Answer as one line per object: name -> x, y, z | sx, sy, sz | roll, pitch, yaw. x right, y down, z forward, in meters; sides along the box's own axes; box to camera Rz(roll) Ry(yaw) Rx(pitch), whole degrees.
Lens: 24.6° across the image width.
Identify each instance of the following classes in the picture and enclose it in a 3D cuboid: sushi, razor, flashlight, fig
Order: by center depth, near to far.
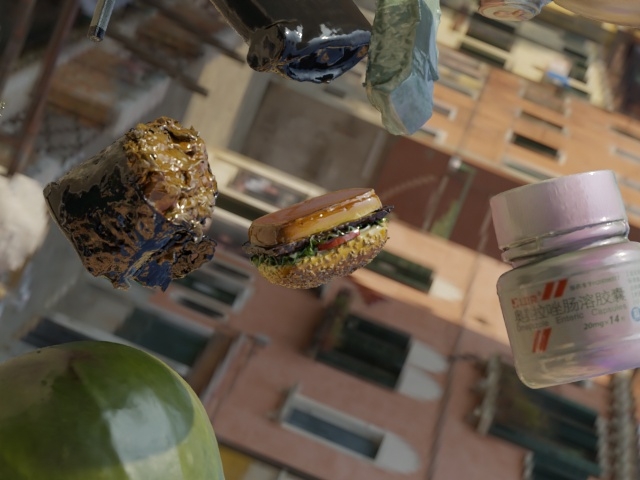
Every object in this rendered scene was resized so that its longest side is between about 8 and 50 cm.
fig -> -0.228, 0.259, 1.441 | 0.316, 0.316, 0.316 | 23, 90, -88
razor -> -0.074, -0.348, 1.850 | 0.204, 0.349, 0.113 | -10, 154, -47
flashlight -> -0.279, -0.295, 1.884 | 0.018, 0.018, 0.083 | 32, 65, -45
sushi -> -0.247, -0.052, 2.175 | 0.208, 0.234, 0.348 | -35, -173, 16

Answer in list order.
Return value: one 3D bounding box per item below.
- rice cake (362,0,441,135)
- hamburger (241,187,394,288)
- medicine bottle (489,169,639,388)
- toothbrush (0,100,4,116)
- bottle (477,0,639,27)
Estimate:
rice cake -> 0.088, -0.237, 1.424 | 0.066, 0.063, 0.336 | 55, 34, -42
hamburger -> 0.000, 0.000, 1.651 | 0.137, 0.166, 0.087 | 10, -62, 67
medicine bottle -> 0.388, 0.059, 2.248 | 0.241, 0.241, 0.301 | 88, -11, -84
toothbrush -> -0.551, -0.024, 2.134 | 0.042, 0.035, 0.413 | -6, -120, 55
bottle -> 0.233, -0.261, 1.303 | 0.147, 0.237, 0.147 | 1, 90, -76
